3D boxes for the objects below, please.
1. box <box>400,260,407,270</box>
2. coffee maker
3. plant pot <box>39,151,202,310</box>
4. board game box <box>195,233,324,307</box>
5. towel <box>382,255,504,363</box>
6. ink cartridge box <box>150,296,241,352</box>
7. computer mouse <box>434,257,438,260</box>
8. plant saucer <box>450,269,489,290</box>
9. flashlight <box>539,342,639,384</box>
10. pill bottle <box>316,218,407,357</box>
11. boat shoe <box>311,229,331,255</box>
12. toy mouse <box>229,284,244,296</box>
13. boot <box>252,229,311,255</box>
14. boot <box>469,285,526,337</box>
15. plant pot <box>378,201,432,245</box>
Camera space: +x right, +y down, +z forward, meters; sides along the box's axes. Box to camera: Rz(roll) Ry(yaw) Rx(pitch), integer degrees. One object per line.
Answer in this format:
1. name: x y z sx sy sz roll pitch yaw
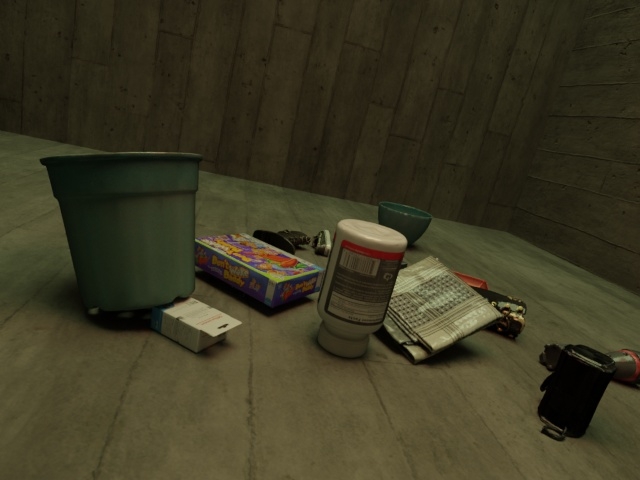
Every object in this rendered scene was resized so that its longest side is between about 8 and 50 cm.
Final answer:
1. box: 0.223 0.092 1.790 0.233 0.059 0.183 -3 23 -45
2. coffee maker: 0.580 0.340 0.969 0.120 0.178 0.171 19 16 22
3. plant pot: -0.440 -0.027 1.013 0.342 0.333 0.341 -3 7 0
4. board game box: -0.196 0.077 1.315 0.347 0.078 0.233 22 17 29
5. towel: 0.301 0.177 1.241 0.325 0.056 0.312 -19 43 -22
6. ink cartridge box: -0.282 0.193 0.978 0.180 0.060 0.104 20 16 24
7. computer mouse: 0.412 0.123 1.733 0.193 0.042 0.106 -26 7 -32
8. plant saucer: 0.560 0.184 1.776 0.259 0.047 0.259 17 16 13
9. flashlight: 0.818 0.358 1.268 0.304 0.103 0.103 11 18 -13
10. pill bottle: 0.090 0.121 1.068 0.177 0.318 0.176 13 16 -4
11. boat shoe: 0.000 0.000 1.898 0.070 0.077 0.219 12 17 -9
12. toy mouse: -0.218 0.133 1.310 0.161 0.031 0.143 14 15 2
13. boot: -0.125 0.000 1.765 0.229 0.091 0.263 -3 20 -45
14. boot: 0.524 0.232 1.418 0.285 0.138 0.377 17 10 12
15. plant pot: 0.437 -0.077 2.330 0.291 0.195 0.290 13 14 -3
